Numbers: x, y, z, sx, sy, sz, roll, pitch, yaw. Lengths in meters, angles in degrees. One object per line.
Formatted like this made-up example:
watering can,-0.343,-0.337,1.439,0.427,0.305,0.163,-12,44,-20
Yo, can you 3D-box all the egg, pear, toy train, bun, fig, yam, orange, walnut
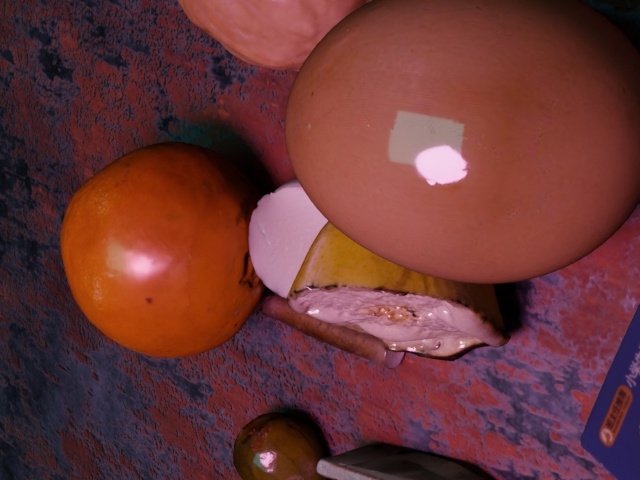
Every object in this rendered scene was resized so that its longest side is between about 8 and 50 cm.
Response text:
egg,0.144,-0.110,1.003,0.374,0.301,0.301,13,110,32
pear,0.103,0.025,1.187,0.267,0.267,0.178,-4,68,48
toy train,0.129,0.362,1.288,0.326,0.129,0.159,7,99,47
bun,0.000,0.000,1.335,0.173,0.120,0.172,6,99,40
fig,-0.035,0.328,1.492,0.133,0.185,0.126,-33,37,52
yam,0.009,0.120,1.412,0.264,0.046,0.046,18,113,42
orange,-0.215,0.012,1.430,0.312,0.312,0.312,15,111,44
walnut,-0.033,-0.347,1.142,0.306,0.306,0.344,-42,76,45

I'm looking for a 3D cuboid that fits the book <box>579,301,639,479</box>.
book,0.436,0.206,0.916,0.428,0.039,0.300,45,131,45
